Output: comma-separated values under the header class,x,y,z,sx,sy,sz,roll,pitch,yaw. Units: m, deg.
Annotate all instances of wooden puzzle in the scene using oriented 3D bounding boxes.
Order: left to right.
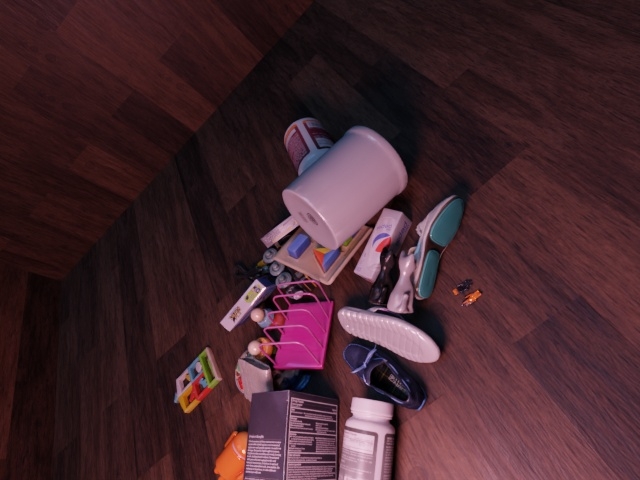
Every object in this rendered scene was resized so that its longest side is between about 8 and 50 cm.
class,x,y,z,sx,sy,sz,roll,pitch,yaw
wooden puzzle,0.000,0.000,1.713,0.348,0.080,0.322,19,59,38

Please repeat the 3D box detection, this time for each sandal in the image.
class,x,y,z,sx,sy,sz,roll,pitch,yaw
sandal,0.235,0.296,1.431,0.416,0.169,0.102,13,44,41

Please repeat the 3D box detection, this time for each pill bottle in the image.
class,x,y,z,sx,sy,sz,roll,pitch,yaw
pill bottle,-0.019,-0.386,1.925,0.224,0.224,0.392,-38,49,17
pill bottle,0.150,0.654,1.281,0.161,0.161,0.283,-7,63,36

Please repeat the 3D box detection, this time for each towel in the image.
class,x,y,z,sx,sy,sz,roll,pitch,yaw
towel,-0.247,0.565,1.605,0.282,0.049,0.187,-4,98,58

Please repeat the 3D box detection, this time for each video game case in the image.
class,x,y,z,sx,sy,sz,roll,pitch,yaw
video game case,-0.297,0.266,1.789,0.061,0.269,0.244,42,96,7

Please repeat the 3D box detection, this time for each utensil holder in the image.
class,x,y,z,sx,sy,sz,roll,pitch,yaw
utensil holder,0.092,-0.199,1.587,0.385,0.327,0.327,-43,44,-16

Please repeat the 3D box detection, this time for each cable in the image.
class,x,y,z,sx,sy,sz,roll,pitch,yaw
cable,-0.333,0.171,2.017,0.287,0.072,0.139,-13,81,48

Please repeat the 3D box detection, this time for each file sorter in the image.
class,x,y,z,sx,sy,sz,roll,pitch,yaw
file sorter,-0.090,0.317,1.559,0.202,0.182,0.291,-8,44,22

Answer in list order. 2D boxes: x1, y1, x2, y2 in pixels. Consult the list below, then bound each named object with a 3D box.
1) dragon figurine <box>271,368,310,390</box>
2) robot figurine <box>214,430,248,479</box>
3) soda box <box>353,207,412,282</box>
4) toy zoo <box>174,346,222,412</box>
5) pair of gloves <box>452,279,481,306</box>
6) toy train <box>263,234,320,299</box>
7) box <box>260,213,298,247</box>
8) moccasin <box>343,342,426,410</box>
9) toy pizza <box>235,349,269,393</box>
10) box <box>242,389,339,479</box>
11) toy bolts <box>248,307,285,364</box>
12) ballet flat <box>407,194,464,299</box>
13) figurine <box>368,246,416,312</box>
class,x,y,z,sx,sy,sz,roll,pitch,yaw
dragon figurine,-0.100,0.530,1.598,0.289,0.144,0.085,-44,43,-14
robot figurine,-0.316,0.840,1.580,0.219,0.128,0.158,-52,7,4
soda box,0.245,0.024,1.583,0.091,0.098,0.286,20,80,43
toy zoo,-0.603,0.684,1.958,0.293,0.030,0.192,-47,47,9
pair of gloves,0.491,0.177,1.364,0.074,0.010,0.083,-41,45,16
toy train,-0.125,0.112,1.816,0.190,0.142,0.334,-36,45,1
box,-0.143,-0.078,1.844,0.231,0.056,0.183,-35,9,27
moccasin,0.203,0.438,1.381,0.342,0.117,0.138,20,80,43
toy pizza,-0.307,0.567,1.782,0.201,0.032,0.201,-18,57,31
box,-0.087,0.676,1.367,0.183,0.296,0.294,-16,57,33
toy bolts,-0.206,0.377,1.713,0.218,0.158,0.228,-33,51,21
ballet flat,0.384,0.014,1.465,0.139,0.139,0.400,17,82,43
figurine,0.258,0.132,1.420,0.215,0.092,0.209,-171,89,-68
